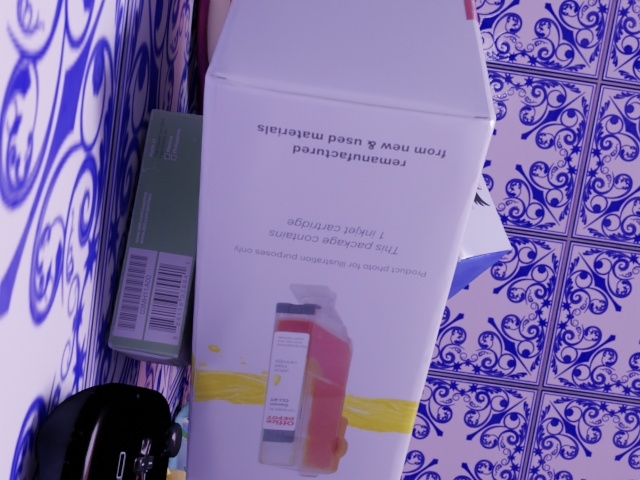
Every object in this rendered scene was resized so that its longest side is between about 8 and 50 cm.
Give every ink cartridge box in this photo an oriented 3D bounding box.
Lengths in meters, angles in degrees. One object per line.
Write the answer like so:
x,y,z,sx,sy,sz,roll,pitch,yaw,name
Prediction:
0.000,0.000,0.728,0.279,0.160,0.385,-86,-176,-54,ink cartridge box
-0.112,0.014,0.781,0.235,0.056,0.171,117,-19,-79,ink cartridge box

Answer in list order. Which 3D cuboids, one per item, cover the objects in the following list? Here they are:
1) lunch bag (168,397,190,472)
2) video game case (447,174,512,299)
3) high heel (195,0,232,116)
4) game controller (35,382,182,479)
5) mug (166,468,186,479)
-0.093,0.345,1.314,0.160,0.223,0.262,-66,166,-74,lunch bag
0.057,-0.043,0.967,0.269,0.061,0.244,-50,-126,59,video game case
-0.092,-0.172,0.993,0.181,0.127,0.377,43,-40,46,high heel
-0.130,0.236,0.524,0.166,0.067,0.319,109,-12,-79,game controller
-0.160,0.281,1.094,0.064,0.062,0.078,-104,-152,-64,mug
